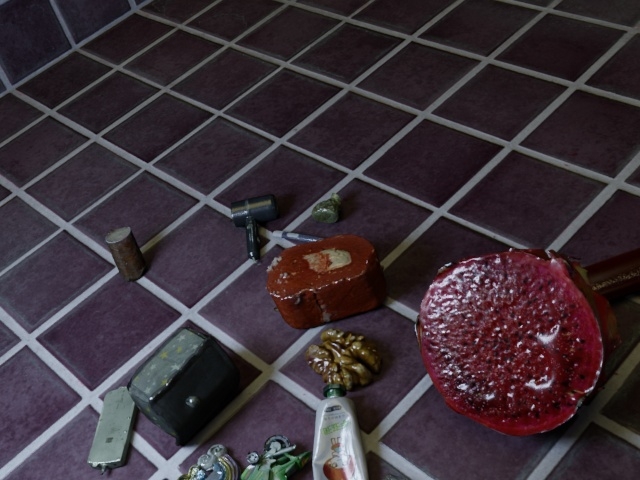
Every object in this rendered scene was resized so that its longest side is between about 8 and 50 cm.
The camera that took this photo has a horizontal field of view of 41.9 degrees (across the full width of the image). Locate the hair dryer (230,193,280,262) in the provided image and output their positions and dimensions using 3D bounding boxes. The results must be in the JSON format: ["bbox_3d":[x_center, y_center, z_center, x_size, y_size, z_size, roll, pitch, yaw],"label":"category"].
[{"bbox_3d":[-0.171,-0.026,2.218,0.125,0.071,0.219,-11,49,7],"label":"hair dryer"}]

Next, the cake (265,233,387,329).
[{"bbox_3d":[0.010,0.090,1.967,0.283,0.150,0.176,-19,46,6],"label":"cake"}]

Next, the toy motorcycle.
[{"bbox_3d":[-0.105,0.475,1.662,0.106,0.074,0.190,23,54,24],"label":"toy motorcycle"}]

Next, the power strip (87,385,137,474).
[{"bbox_3d":[-0.459,0.424,1.863,0.080,0.029,0.226,-6,43,10],"label":"power strip"}]

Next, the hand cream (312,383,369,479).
[{"bbox_3d":[0.039,0.441,1.661,0.121,0.076,0.335,-10,49,8],"label":"hand cream"}]

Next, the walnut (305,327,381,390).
[{"bbox_3d":[0.048,0.254,1.841,0.170,0.069,0.143,22,54,32],"label":"walnut"}]

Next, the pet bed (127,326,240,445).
[{"bbox_3d":[-0.282,0.314,1.804,0.159,0.183,0.211,23,56,38],"label":"pet bed"}]

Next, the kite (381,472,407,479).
[{"bbox_3d":[0.106,0.591,1.499,0.204,0.022,0.360,30,60,32],"label":"kite"}]

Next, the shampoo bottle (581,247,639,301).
[{"bbox_3d":[0.596,0.096,1.822,0.260,0.064,0.102,-19,43,-1],"label":"shampoo bottle"}]

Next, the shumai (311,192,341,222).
[{"bbox_3d":[0.021,-0.091,2.203,0.082,0.083,0.080,17,65,-16],"label":"shumai"}]

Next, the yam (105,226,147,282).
[{"bbox_3d":[-0.513,0.035,2.209,0.079,0.141,0.079,-10,38,8],"label":"yam"}]

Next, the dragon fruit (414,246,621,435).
[{"bbox_3d":[0.394,0.174,1.635,0.371,0.386,0.249,40,27,18],"label":"dragon fruit"}]

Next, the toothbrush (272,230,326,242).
[{"bbox_3d":[0.000,0.000,2.156,0.288,0.026,0.024,9,51,28],"label":"toothbrush"}]

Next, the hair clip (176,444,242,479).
[{"bbox_3d":[-0.224,0.494,1.703,0.116,0.049,0.172,29,50,23],"label":"hair clip"}]
